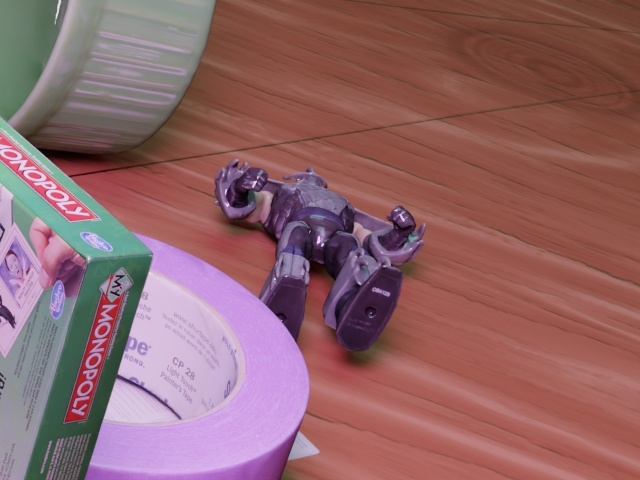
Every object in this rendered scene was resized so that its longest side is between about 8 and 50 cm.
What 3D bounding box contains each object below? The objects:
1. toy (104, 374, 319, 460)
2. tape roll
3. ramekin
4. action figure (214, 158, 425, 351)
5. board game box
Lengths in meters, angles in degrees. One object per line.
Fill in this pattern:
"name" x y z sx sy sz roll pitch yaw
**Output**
"toy" -0.136 0.142 1.326 0.237 0.056 0.137 -8 39 -41
"tape roll" -0.150 0.093 1.250 0.275 0.090 0.275 16 28 -9
"ramekin" -0.218 -0.218 1.723 0.148 0.303 0.303 9 26 -35
"action figure" 0.000 0.000 1.655 0.185 0.099 0.285 9 24 -8
"board game box" -0.209 0.090 1.077 0.046 0.317 0.213 -6 35 -44
